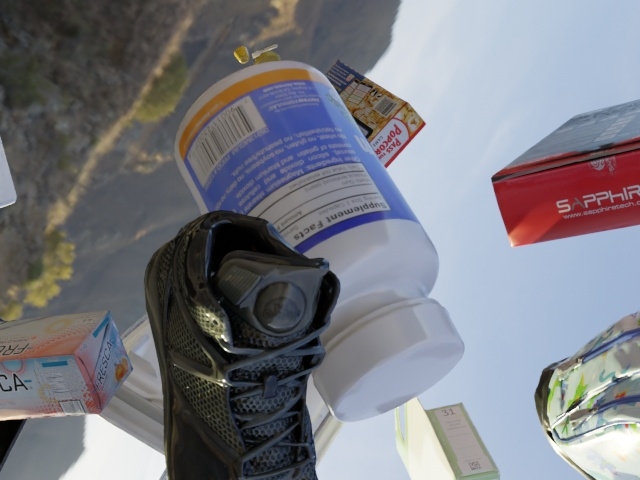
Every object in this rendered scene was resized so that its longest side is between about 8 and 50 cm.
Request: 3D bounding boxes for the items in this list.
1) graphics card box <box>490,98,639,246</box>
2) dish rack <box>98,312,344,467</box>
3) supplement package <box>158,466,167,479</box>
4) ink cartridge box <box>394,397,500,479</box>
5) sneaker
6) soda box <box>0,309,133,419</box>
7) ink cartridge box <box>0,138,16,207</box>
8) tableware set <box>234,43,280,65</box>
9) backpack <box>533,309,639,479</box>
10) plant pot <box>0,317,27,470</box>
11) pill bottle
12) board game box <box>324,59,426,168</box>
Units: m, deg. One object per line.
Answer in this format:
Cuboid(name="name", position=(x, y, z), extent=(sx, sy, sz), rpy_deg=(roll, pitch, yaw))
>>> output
Cuboid(name="graphics card box", position=(0.370, -0.101, 1.098), extent=(0.233, 0.094, 0.371), rpy_deg=(-12, -168, 31))
Cuboid(name="dish rack", position=(-0.094, 0.146, 1.133), extent=(0.333, 0.286, 0.072), rpy_deg=(-47, 164, -58))
Cuboid(name="supplement package", position=(-0.044, 0.335, 0.717), extent=(0.198, 0.263, 0.199), rpy_deg=(-64, 174, -70))
Cuboid(name="ink cartridge box", position=(0.145, 0.262, 1.126), extent=(0.235, 0.056, 0.171), rpy_deg=(-111, -166, -58))
Cuboid(name="sneaker", position=(-0.037, 0.086, 0.520), extent=(0.130, 0.087, 0.227), rpy_deg=(139, -58, -60))
Cuboid(name="soda box", position=(-0.246, 0.101, 0.744), extent=(0.183, 0.058, 0.063), rpy_deg=(-7, -154, 20))
Cuboid(name="ink cartridge box", position=(-0.589, -0.130, 1.126), extent=(0.166, 0.285, 0.395), rpy_deg=(-7, -168, 25))
Cuboid(name="tableware set", position=(-0.112, -0.268, 1.583), extent=(0.104, 0.024, 0.154), rpy_deg=(-22, 147, -7))
Cuboid(name="backpack", position=(0.441, 0.209, 1.138), extent=(0.273, 0.290, 0.355), rpy_deg=(-52, 175, -42))
Cuboid(name="plant pot", position=(-0.418, 0.151, 0.945), extent=(0.167, 0.188, 0.187), rpy_deg=(-3, -125, 41))
Cuboid(name="pill bottle", position=(0.000, 0.000, 0.752), extent=(0.152, 0.152, 0.272), rpy_deg=(-48, -122, 32))
Cuboid(name="board game box", position=(0.004, -0.097, 1.056), extent=(0.193, 0.045, 0.147), rpy_deg=(-48, -138, 1))
